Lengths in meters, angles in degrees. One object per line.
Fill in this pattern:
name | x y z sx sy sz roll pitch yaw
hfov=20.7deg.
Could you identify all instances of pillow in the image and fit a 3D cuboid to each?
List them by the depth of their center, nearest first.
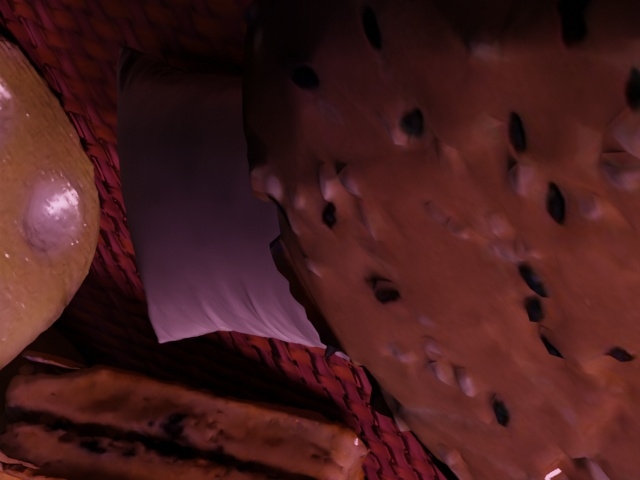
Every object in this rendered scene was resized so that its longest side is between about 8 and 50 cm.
pillow | 0.000 0.001 0.747 0.254 0.078 0.144 13 118 42

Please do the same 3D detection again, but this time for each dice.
dice | -0.235 -0.023 0.935 0.169 0.166 0.169 11 139 45

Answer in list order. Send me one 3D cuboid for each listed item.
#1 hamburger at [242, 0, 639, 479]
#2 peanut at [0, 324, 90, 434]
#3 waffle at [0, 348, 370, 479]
hamburger | 0.152 -0.007 0.436 0.318 0.195 0.277 50 154 -11
peanut | -0.284 0.054 1.136 0.319 0.147 0.147 40 153 -4
waffle | -0.078 0.194 1.068 0.213 0.091 0.308 13 146 11
